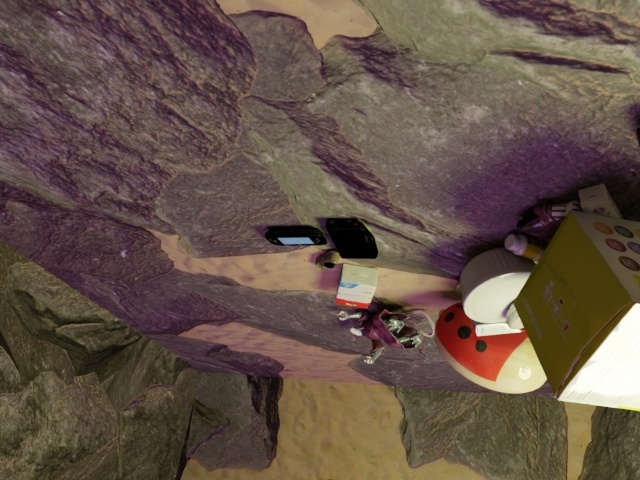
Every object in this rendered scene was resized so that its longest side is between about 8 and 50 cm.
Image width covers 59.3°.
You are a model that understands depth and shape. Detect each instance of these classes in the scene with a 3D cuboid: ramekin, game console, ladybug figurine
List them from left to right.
[{"bbox_3d":[0.000,0.000,1.849,0.361,0.044,0.213,0,152,18],"label":"game console"},{"bbox_3d":[0.593,0.351,1.991,0.449,0.305,0.162,29,144,41],"label":"ladybug figurine"},{"bbox_3d":[0.570,0.136,1.783,0.272,0.127,0.273,-5,138,-5],"label":"ramekin"}]

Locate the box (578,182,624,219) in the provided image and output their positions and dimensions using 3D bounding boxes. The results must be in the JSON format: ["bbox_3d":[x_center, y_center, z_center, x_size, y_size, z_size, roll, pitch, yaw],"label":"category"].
[{"bbox_3d":[0.780,-0.042,1.514,0.067,0.063,0.324,-18,143,33],"label":"box"}]

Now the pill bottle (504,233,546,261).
[{"bbox_3d":[0.613,0.019,1.681,0.116,0.065,0.065,16,152,-16],"label":"pill bottle"}]

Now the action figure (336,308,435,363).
[{"bbox_3d":[0.254,0.360,2.397,0.275,0.248,0.370,-26,-175,-29],"label":"action figure"}]

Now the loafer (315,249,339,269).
[{"bbox_3d":[0.021,0.078,1.985,0.056,0.050,0.148,17,152,-17],"label":"loafer"}]

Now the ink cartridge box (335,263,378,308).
[{"bbox_3d":[0.132,0.176,2.113,0.134,0.078,0.231,9,153,0],"label":"ink cartridge box"}]

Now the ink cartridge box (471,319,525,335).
[{"bbox_3d":[0.627,0.244,1.925,0.224,0.181,0.056,-8,118,6],"label":"ink cartridge box"}]

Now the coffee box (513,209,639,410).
[{"bbox_3d":[0.742,0.176,1.396,0.334,0.338,0.338,9,127,-11],"label":"coffee box"}]

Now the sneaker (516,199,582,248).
[{"bbox_3d":[0.638,-0.019,1.584,0.162,0.106,0.281,5,145,22],"label":"sneaker"}]

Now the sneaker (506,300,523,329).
[{"bbox_3d":[0.681,0.213,1.703,0.099,0.121,0.262,22,129,-32],"label":"sneaker"}]

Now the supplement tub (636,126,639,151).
[{"bbox_3d":[0.752,-0.220,1.131,0.197,0.106,0.106,-13,146,36],"label":"supplement tub"}]

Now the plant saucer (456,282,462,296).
[{"bbox_3d":[0.606,0.164,1.998,0.240,0.037,0.241,7,154,4],"label":"plant saucer"}]
